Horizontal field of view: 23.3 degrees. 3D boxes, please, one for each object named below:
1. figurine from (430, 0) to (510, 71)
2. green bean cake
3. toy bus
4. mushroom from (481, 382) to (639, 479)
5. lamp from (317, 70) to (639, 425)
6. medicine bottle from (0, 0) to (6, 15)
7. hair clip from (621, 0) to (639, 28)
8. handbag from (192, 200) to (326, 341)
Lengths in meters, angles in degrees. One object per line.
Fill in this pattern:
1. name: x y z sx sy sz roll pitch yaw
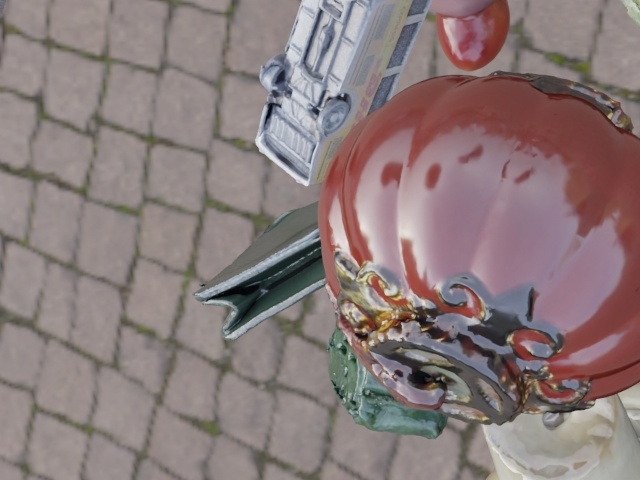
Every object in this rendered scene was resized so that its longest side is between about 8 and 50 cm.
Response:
1. figurine: 0.169 -0.407 2.023 0.269 0.261 0.211 41 80 19
2. green bean cake: 0.076 0.097 1.686 0.208 0.107 0.194 -134 50 -75
3. toy bus: 0.039 -0.215 1.548 0.097 0.138 0.343 41 125 28
4. mushroom: 0.282 0.267 1.342 0.325 0.353 0.353 39 117 21
5. lamp: 0.105 0.009 0.899 0.226 0.227 0.227 6 100 36
6. medicine bottle: -0.389 -0.234 1.371 0.135 0.215 0.135 3 96 25
7. hair clip: 0.222 -0.239 1.157 0.091 0.138 0.321 -40 84 8
8. handbag: 0.001 0.002 1.842 0.260 0.247 0.079 -28 99 37
